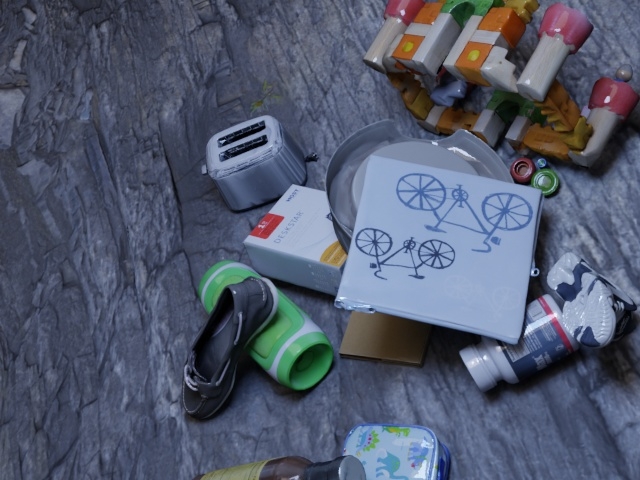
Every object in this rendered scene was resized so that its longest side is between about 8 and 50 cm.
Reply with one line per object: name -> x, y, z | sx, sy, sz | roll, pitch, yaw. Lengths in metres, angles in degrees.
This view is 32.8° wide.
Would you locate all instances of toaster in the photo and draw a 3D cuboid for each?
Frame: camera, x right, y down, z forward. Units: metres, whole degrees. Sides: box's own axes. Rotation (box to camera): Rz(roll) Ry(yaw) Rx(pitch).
toaster -> -0.130, -0.164, 2.259 | 0.227, 0.146, 0.129 | -19, 53, 14

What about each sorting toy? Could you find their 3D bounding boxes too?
sorting toy -> 0.406, -0.122, 2.040 | 0.102, 0.042, 0.061 | 36, 94, 27

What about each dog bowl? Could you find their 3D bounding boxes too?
dog bowl -> 0.177, -0.064, 1.988 | 0.348, 0.102, 0.349 | 3, 54, -4

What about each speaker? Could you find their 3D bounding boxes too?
speaker -> -0.106, 0.155, 2.046 | 0.131, 0.131, 0.296 | -45, 50, -8

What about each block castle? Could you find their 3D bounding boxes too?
block castle -> 0.328, -0.325, 2.006 | 0.453, 0.303, 0.213 | 19, 75, 45

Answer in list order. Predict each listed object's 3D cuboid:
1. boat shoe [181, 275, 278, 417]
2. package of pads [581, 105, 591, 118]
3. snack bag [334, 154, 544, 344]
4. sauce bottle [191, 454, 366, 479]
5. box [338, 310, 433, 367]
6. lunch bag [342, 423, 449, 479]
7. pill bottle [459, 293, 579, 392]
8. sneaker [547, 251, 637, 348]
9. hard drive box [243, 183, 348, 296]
boat shoe -> -0.193, 0.195, 1.976 | 0.112, 0.095, 0.335 | 51, 123, 33
package of pads -> 0.498, -0.206, 2.038 | 0.032, 0.050, 0.083 | 12, 65, 32
snack bag -> 0.211, 0.013, 1.852 | 0.323, 0.037, 0.343 | 12, 54, 3
sauce bottle -> -0.076, 0.418, 1.805 | 0.344, 0.111, 0.111 | -18, 50, 37
box -> 0.136, 0.132, 2.008 | 0.164, 0.021, 0.201 | 4, 61, 29
lunch bag -> 0.117, 0.414, 1.782 | 0.176, 0.090, 0.219 | -3, 57, 26
pill bottle -> 0.330, 0.177, 1.825 | 0.180, 0.108, 0.108 | -30, 50, 6
sneaker -> 0.464, 0.123, 1.760 | 0.094, 0.153, 0.235 | -54, 18, 13
hard drive box -> 0.000, 0.000, 2.094 | 0.232, 0.089, 0.181 | 13, 51, 34
